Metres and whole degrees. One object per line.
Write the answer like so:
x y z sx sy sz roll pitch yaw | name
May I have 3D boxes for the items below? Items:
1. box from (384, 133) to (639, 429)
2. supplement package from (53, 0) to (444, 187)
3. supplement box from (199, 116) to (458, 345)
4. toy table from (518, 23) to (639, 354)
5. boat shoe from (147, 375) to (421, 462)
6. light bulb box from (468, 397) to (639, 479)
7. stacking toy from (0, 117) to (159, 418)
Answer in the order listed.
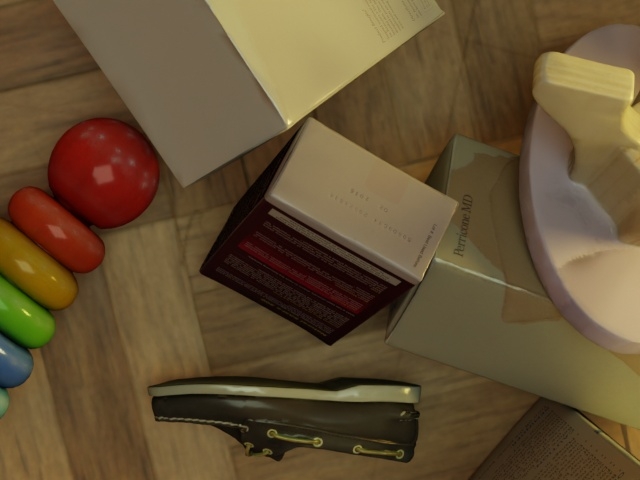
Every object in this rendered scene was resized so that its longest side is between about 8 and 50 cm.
0.220 0.047 1.375 0.311 0.121 0.148 18 50 -8 | box
-0.057 -0.184 1.297 0.203 0.149 0.194 -39 99 -39 | supplement package
0.000 0.000 1.316 0.130 0.239 0.073 30 69 -7 | supplement box
0.253 -0.070 1.266 0.252 0.161 0.274 1 67 -15 | toy table
-0.029 0.148 1.409 0.227 0.081 0.069 2 91 -8 | boat shoe
0.272 0.334 1.315 0.358 0.361 0.225 40 91 -8 | light bulb box
-0.249 0.041 1.358 0.141 0.141 0.330 41 87 -8 | stacking toy
